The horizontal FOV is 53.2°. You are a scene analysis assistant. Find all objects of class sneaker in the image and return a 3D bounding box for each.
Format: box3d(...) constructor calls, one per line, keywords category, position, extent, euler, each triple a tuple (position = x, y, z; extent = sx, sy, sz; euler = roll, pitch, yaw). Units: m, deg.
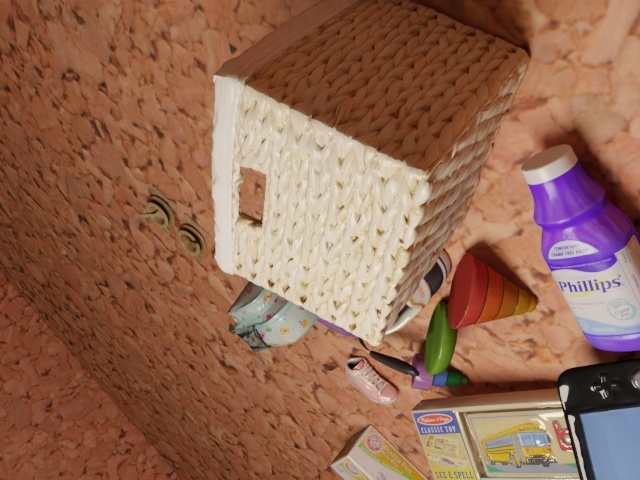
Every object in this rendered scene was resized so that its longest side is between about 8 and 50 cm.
box3d(category="sneaker", position=(0.104, 0.297, 1.371), extent=(0.134, 0.051, 0.070), euler=(24, 143, 34))
box3d(category="sneaker", position=(0.091, 0.102, 1.151), extent=(0.126, 0.127, 0.321), euler=(47, 145, -2))

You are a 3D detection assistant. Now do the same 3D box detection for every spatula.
box3d(category="spatula", position=(0.095, 0.207, 1.252), extent=(0.084, 0.030, 0.296), euler=(37, 173, -33))

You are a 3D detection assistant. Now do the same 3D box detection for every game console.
box3d(category="game console", position=(0.462, 0.307, 0.825), extent=(0.250, 0.173, 0.293), euler=(-15, 85, 22))

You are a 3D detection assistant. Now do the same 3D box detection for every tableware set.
box3d(category="tableware set", position=(-0.356, -0.029, 1.542), extent=(0.194, 0.039, 0.128), euler=(40, 143, 10))

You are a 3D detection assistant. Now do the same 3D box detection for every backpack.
box3d(category="backpack", position=(-0.087, 0.135, 1.319), extent=(0.188, 0.166, 0.144), euler=(-10, 125, 46))

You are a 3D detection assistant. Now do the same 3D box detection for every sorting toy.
box3d(category="sorting toy", position=(0.257, 0.165, 1.089), extent=(0.126, 0.127, 0.366), euler=(11, 141, -1))

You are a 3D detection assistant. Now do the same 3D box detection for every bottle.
box3d(category="bottle", position=(0.353, 0.012, 0.833), extent=(0.118, 0.092, 0.283), euler=(-13, 113, 51))

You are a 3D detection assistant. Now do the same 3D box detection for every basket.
box3d(category="basket", position=(0.058, -0.105, 0.838), extent=(0.266, 0.331, 0.328), euler=(28, 139, 16))

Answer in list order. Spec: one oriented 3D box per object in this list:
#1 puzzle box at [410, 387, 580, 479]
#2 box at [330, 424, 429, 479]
box3d(category="puzzle box", position=(0.371, 0.384, 1.065), extent=(0.408, 0.052, 0.272), euler=(-17, 93, 38))
box3d(category="box", position=(0.143, 0.558, 1.524), extent=(0.203, 0.103, 0.114), euler=(42, 143, 7))
